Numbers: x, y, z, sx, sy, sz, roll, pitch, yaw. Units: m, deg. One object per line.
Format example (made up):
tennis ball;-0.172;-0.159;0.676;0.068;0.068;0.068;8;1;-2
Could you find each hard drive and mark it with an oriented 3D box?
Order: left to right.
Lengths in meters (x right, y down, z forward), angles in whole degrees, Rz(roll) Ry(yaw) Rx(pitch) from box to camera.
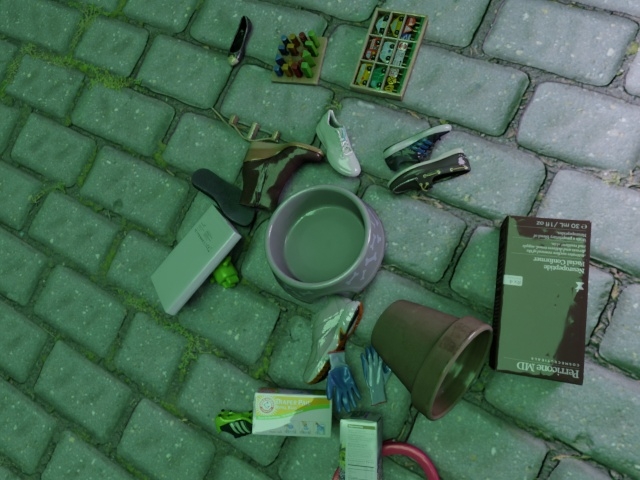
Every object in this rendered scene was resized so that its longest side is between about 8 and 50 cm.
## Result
hard drive;-0.385;0.052;1.379;0.307;0.040;0.203;-49;43;3

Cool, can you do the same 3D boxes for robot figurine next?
robot figurine;-0.296;0.090;1.376;0.115;0.067;0.101;55;127;17

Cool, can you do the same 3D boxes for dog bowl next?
dog bowl;0.000;0.000;1.263;0.349;0.102;0.349;-7;66;16

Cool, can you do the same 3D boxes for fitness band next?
fitness band;0.161;0.637;1.159;0.291;0.054;0.209;-26;77;11

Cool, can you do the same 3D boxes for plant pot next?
plant pot;0.253;0.264;1.114;0.229;0.263;0.263;32;90;35

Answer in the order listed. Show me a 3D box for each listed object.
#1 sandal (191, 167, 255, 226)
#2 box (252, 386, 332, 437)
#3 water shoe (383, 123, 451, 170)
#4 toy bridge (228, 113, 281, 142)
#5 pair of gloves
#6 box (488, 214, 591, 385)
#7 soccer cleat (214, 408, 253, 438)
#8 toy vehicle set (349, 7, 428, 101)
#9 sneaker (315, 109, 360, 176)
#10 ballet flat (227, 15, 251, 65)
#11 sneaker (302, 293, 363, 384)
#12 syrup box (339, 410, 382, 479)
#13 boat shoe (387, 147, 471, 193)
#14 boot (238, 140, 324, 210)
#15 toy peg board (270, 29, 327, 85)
sandal;-0.298;-0.136;1.425;0.254;0.054;0.097;42;69;16
box;-0.072;0.451;1.197;0.203;0.114;0.103;2;79;1
water shoe;0.282;-0.263;1.290;0.203;0.073;0.080;-23;96;15
toy bridge;-0.216;-0.348;1.457;0.188;0.026;0.063;24;90;18
pair of gloves;0.104;0.357;1.182;0.198;0.023;0.159;-2;76;-22
box;0.528;0.137;1.102;0.191;0.143;0.381;5;83;16
soccer cleat;-0.213;0.524;1.284;0.179;0.060;0.072;1;103;13
toy vehicle set;0.208;-0.566;1.373;0.166;0.035;0.267;17;85;18
sneaker;0.057;-0.286;1.323;0.080;0.094;0.212;-20;71;-31
ballet flat;-0.278;-0.671;1.521;0.057;0.049;0.173;15;84;18
sneaker;0.011;0.266;1.253;0.121;0.099;0.262;26;80;26
syrup box;0.100;0.551;1.110;0.096;0.093;0.237;-2;82;14
boat shoe;0.300;-0.178;1.252;0.228;0.081;0.069;-24;71;8
boot;-0.118;-0.189;1.366;0.248;0.090;0.207;6;84;10
toy peg board;-0.078;-0.589;1.435;0.160;0.079;0.161;10;82;17
